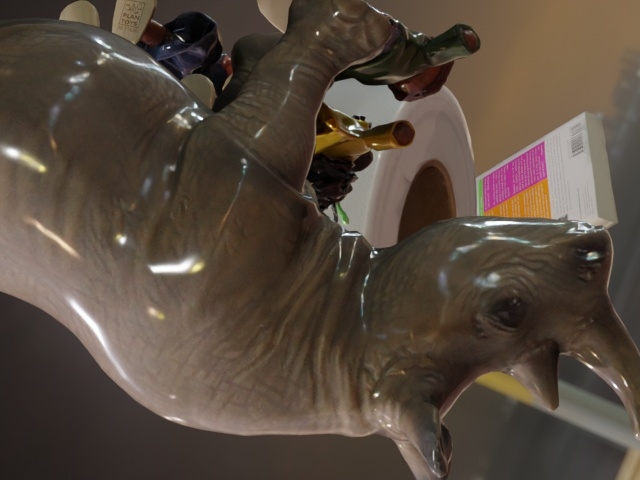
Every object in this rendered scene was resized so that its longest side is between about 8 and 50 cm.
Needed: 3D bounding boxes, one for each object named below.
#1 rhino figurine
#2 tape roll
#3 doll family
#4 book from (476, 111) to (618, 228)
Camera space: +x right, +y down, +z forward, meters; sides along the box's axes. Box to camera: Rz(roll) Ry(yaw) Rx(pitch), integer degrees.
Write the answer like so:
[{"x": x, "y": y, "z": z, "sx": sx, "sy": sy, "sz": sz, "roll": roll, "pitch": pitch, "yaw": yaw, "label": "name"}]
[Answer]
[{"x": -0.028, "y": -0.011, "z": 0.434, "sx": 0.106, "sy": 0.243, "sz": 0.073, "roll": -60, "pitch": -6, "yaw": -16, "label": "rhino figurine"}, {"x": 0.000, "y": 0.000, "z": 1.286, "sx": 0.246, "sy": 0.169, "sz": 0.246, "roll": 5, "pitch": -90, "yaw": -68, "label": "tape roll"}, {"x": -0.035, "y": -0.046, "z": 0.647, "sx": 0.111, "sy": 0.193, "sz": 0.076, "roll": 15, "pitch": -100, "yaw": -61, "label": "doll family"}, {"x": 0.176, "y": -0.033, "z": 1.437, "sx": 0.144, "sy": 0.035, "sz": 0.096, "roll": -31, "pitch": 53, "yaw": 45, "label": "book"}]
